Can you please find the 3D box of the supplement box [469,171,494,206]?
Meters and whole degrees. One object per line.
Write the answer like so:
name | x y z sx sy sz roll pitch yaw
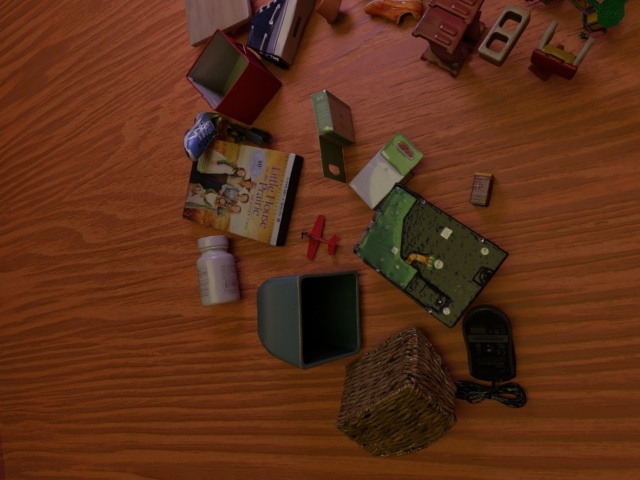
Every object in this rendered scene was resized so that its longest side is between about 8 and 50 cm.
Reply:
supplement box | 0.423 -0.133 1.131 0.043 0.055 0.083 12 94 28

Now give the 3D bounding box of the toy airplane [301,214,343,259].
toy airplane | 0.000 0.000 1.359 0.151 0.028 0.151 1 91 28

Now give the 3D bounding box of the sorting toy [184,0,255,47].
sorting toy | -0.344 -0.829 1.507 0.255 0.089 0.257 -11 84 26

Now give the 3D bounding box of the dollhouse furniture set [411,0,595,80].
dollhouse furniture set | 0.429 -0.463 1.059 0.374 0.201 0.152 35 105 16

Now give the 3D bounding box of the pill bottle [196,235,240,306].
pill bottle | -0.355 0.104 1.480 0.131 0.131 0.229 -12 83 26

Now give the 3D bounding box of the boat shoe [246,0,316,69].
boat shoe | -0.124 -0.738 1.371 0.158 0.127 0.341 27 102 17

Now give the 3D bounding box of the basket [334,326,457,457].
basket | 0.218 0.422 1.183 0.213 0.223 0.299 40 121 -12

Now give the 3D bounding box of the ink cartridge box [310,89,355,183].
ink cartridge box | 0.048 -0.295 1.258 0.056 0.171 0.235 -13 84 26

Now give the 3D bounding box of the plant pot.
plant pot | -0.058 0.215 1.275 0.252 0.247 0.248 -3 88 43

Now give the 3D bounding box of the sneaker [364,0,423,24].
sneaker | 0.205 -0.659 1.244 0.175 0.064 0.067 15 106 29

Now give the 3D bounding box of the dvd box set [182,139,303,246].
dvd box set | -0.278 -0.174 1.482 0.420 0.062 0.308 16 96 26

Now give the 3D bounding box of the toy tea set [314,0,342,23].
toy tea set | 0.102 -0.809 1.273 0.336 0.124 0.200 -52 33 36

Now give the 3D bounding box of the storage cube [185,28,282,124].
storage cube | -0.278 -0.526 1.414 0.215 0.193 0.184 -47 70 18

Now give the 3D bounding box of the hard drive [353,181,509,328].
hard drive | 0.275 0.032 1.137 0.339 0.064 0.237 37 105 24

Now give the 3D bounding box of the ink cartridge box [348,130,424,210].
ink cartridge box | 0.194 -0.195 1.243 0.209 0.062 0.109 -47 70 19

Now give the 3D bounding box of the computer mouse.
computer mouse | 0.431 0.287 1.121 0.188 0.072 0.272 0 102 25

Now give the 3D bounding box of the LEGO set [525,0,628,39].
LEGO set | 0.631 -0.647 0.995 0.254 0.192 0.331 24 105 -5

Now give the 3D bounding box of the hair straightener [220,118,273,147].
hair straightener | -0.267 -0.362 1.454 0.230 0.089 0.047 31 140 30

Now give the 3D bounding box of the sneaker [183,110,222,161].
sneaker | -0.399 -0.361 1.470 0.081 0.080 0.211 1 63 23
